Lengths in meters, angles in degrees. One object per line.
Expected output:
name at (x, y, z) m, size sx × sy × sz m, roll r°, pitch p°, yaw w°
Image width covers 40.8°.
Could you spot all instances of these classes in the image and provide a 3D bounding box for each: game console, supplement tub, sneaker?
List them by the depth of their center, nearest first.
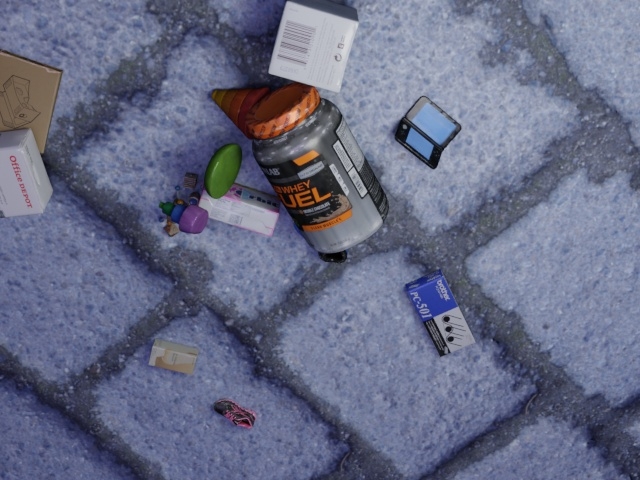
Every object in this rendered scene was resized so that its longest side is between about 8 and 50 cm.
supplement tub at (-0.009, -0.157, 1.840) m, size 0.207 × 0.207 × 0.338 m, roll -26°, pitch 118°, yaw 11°
game console at (0.240, -0.239, 1.912) m, size 0.122 × 0.107 × 0.071 m, roll 36°, pitch 137°, yaw -14°
sneaker at (0.001, -0.001, 2.008) m, size 0.152 × 0.084 × 0.058 m, roll 36°, pitch 109°, yaw -14°
sneaker at (-0.222, 0.453, 2.226) m, size 0.119 × 0.057 × 0.047 m, roll 22°, pitch 114°, yaw -8°

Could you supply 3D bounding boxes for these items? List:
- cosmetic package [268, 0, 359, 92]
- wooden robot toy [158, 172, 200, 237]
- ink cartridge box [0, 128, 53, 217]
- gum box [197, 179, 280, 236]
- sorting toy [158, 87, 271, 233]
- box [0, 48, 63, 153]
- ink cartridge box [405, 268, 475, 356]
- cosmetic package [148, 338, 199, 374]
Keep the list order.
cosmetic package at (-0.013, -0.413, 1.771) m, size 0.151 × 0.183 × 0.151 m, roll 15°, pitch 113°, yaw -5°
wooden robot toy at (-0.321, -0.066, 1.984) m, size 0.076 × 0.079 × 0.173 m, roll 27°, pitch 112°, yaw -11°
ink cartridge box at (-0.745, -0.143, 1.926) m, size 0.237 × 0.100 × 0.172 m, roll -6°, pitch 124°, yaw 4°
gum box at (-0.189, -0.082, 1.960) m, size 0.188 × 0.107 × 0.062 m, roll 18°, pitch 113°, yaw -8°
sorting toy at (-0.240, -0.191, 1.865) m, size 0.126 × 0.127 × 0.365 m, roll 25°, pitch 80°, yaw 15°
box at (-0.674, -0.310, 1.908) m, size 0.164 × 0.021 × 0.201 m, roll 18°, pitch 112°, yaw -8°
ink cartridge box at (0.295, 0.179, 2.109) m, size 0.097 × 0.046 × 0.207 m, roll -25°, pitch 111°, yaw 10°
cosmetic package at (-0.369, 0.293, 2.163) m, size 0.115 × 0.041 × 0.060 m, roll 13°, pitch 113°, yaw -5°
